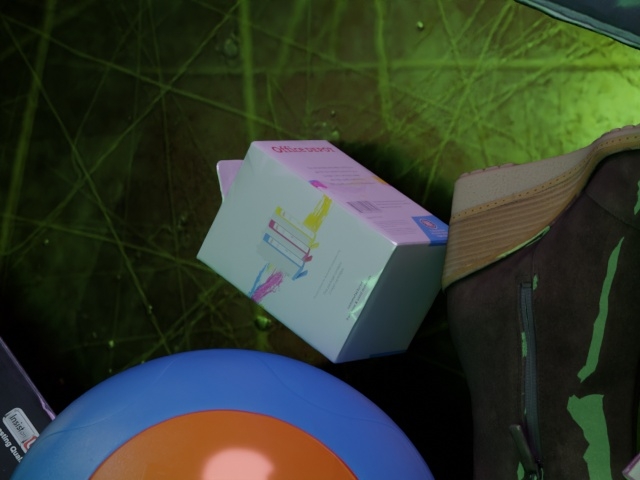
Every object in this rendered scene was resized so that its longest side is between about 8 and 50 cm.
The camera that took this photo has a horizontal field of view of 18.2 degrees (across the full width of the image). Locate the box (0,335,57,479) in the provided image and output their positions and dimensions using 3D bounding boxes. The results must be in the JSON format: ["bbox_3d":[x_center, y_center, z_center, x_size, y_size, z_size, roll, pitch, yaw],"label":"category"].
[{"bbox_3d":[-0.335,0.169,1.419,0.293,0.073,0.295,-35,72,-8],"label":"box"}]

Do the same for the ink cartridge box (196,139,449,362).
[{"bbox_3d":[0.000,0.000,1.281,0.143,0.092,0.090,36,110,27],"label":"ink cartridge box"}]

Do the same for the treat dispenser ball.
[{"bbox_3d":[-0.060,0.209,1.211,0.288,0.288,0.288,1,93,31],"label":"treat dispenser ball"}]

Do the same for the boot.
[{"bbox_3d":[0.178,0.045,1.168,0.248,0.090,0.207,-13,77,43],"label":"boot"}]

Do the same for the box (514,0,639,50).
[{"bbox_3d":[0.297,-0.262,0.972,0.212,0.293,0.395,26,105,28],"label":"box"}]

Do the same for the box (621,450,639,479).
[{"bbox_3d":[0.321,0.112,1.033,0.243,0.117,0.213,40,102,11],"label":"box"}]

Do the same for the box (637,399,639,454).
[{"bbox_3d":[0.246,0.174,1.165,0.178,0.042,0.109,27,105,28],"label":"box"}]
